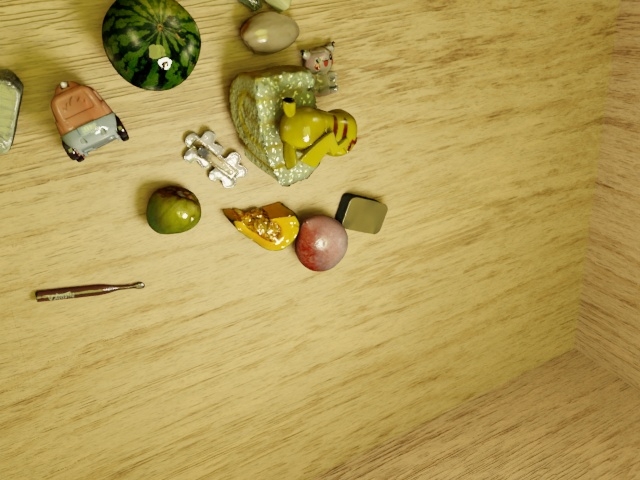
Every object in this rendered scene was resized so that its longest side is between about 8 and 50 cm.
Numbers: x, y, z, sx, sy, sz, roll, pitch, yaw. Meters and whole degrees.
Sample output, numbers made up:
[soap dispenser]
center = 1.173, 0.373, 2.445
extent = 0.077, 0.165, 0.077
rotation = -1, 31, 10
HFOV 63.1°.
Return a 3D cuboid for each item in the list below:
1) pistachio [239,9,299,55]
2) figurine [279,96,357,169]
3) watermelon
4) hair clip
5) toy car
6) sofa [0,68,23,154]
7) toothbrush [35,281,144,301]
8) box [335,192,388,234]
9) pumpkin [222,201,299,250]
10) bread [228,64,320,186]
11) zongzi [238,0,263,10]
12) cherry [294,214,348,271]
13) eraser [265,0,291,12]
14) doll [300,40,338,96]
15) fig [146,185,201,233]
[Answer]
[pistachio]
center = -0.175, -0.704, 1.762
extent = 0.215, 0.144, 0.144
rotation = -27, 123, -32
[figurine]
center = -0.017, -0.342, 1.697
extent = 0.326, 0.169, 0.218
rotation = -5, 106, -35
[watermelon]
center = -0.500, -0.594, 1.554
extent = 0.285, 0.285, 0.285
rotation = -11, 116, -23
[hair clip]
center = -0.379, -0.294, 1.882
extent = 0.146, 0.075, 0.257
rotation = -50, 131, 3
[toy car]
center = -0.712, -0.371, 1.572
extent = 0.180, 0.270, 0.213
rotation = -29, 103, -13
[sofa]
center = -0.951, -0.372, 1.465
extent = 0.175, 0.210, 0.226
rotation = 11, 109, -29
[toothbrush]
center = -0.822, 0.180, 1.876
extent = 0.363, 0.041, 0.041
rotation = -5, 114, -26
[box]
center = 0.172, -0.117, 2.230
extent = 0.200, 0.090, 0.145
rotation = 8, 107, -31
[pumpkin]
center = -0.211, -0.082, 2.017
extent = 0.190, 0.139, 0.280
rotation = -47, 127, 3
[bread]
center = -0.168, -0.411, 1.835
extent = 0.239, 0.264, 0.396
rotation = -24, 122, -30
[zongzi]
center = -0.261, -0.796, 1.720
extent = 0.119, 0.055, 0.109
rotation = -32, 114, -13
[cherry]
center = 0.006, 0.008, 2.112
extent = 0.239, 0.206, 0.239
rotation = -43, 169, -10
[eraser]
center = -0.164, -0.853, 1.712
extent = 0.172, 0.058, 0.117
rotation = 27, 75, -43
[doll]
center = -0.001, -0.625, 1.913
extent = 0.149, 0.095, 0.192
rotation = -18, 117, -27
[fig]
center = -0.519, -0.100, 1.826
extent = 0.191, 0.181, 0.181
rotation = -37, 127, 19
